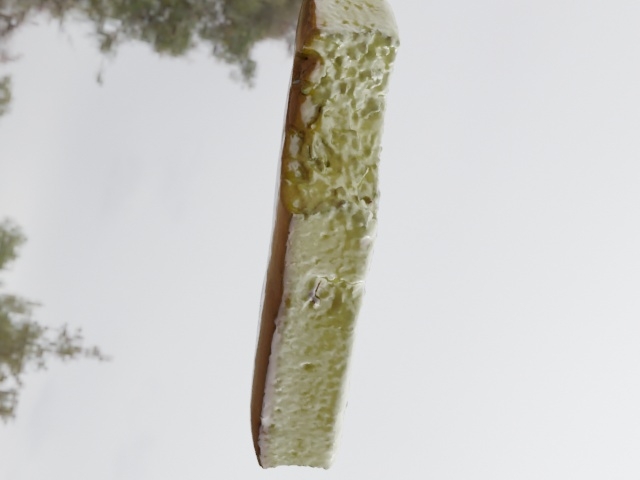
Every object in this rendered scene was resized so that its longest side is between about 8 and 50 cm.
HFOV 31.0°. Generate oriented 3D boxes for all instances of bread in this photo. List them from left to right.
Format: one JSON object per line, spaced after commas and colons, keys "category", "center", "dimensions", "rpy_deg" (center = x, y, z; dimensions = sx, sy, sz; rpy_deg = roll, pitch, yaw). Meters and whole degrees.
{"category": "bread", "center": [0.000, 0.000, 0.530], "dimensions": [0.088, 0.049, 0.226], "rpy_deg": [-87, -176, -52]}
